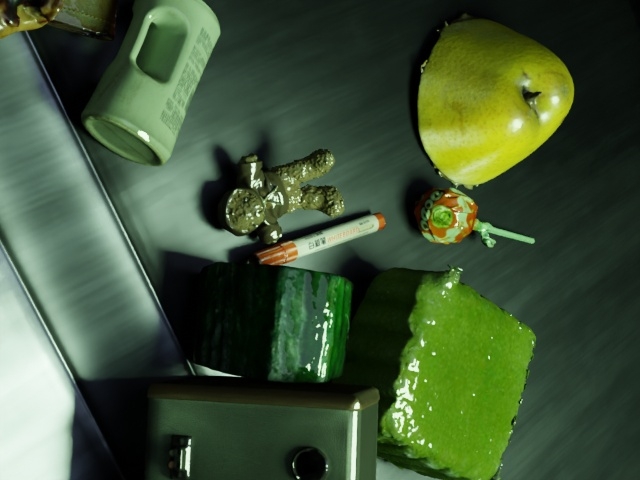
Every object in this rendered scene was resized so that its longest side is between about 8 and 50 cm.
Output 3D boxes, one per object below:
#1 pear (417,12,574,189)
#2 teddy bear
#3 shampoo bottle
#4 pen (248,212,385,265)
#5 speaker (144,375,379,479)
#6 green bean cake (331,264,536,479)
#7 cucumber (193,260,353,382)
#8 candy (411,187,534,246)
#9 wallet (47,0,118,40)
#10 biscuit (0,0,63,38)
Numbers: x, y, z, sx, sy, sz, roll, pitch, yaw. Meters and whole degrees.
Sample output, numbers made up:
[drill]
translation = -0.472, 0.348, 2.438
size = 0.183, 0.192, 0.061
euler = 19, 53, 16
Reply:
[pear]
translation = 0.280, -0.205, 1.525
size = 0.267, 0.178, 0.266
euler = -2, 93, -44
[teddy bear]
translation = -0.058, -0.059, 1.303
size = 0.160, 0.078, 0.119
euler = -21, 114, -20
[shampoo bottle]
translation = -0.179, -0.211, 1.190
size = 0.118, 0.087, 0.234
euler = 42, 62, -50
[pen]
translation = 0.000, 0.000, 1.365
size = 0.239, 0.028, 0.028
euler = -18, 101, -44
[speaker]
translation = -0.058, 0.234, 1.162
size = 0.192, 0.231, 0.153
euler = 22, 70, -77
[green bean cake]
translation = 0.147, 0.181, 1.409
size = 0.250, 0.156, 0.246
euler = 31, 71, -35
[cucumber]
translation = -0.043, 0.094, 1.243
size = 0.191, 0.191, 0.130
euler = 9, 88, -40
[candy]
translation = 0.239, -0.020, 1.566
size = 0.288, 0.084, 0.078
euler = 13, 83, -49
[wallet]
translation = -0.271, -0.358, 1.156
size = 0.137, 0.031, 0.255
euler = 14, 78, -36
[biscuit]
translation = -0.390, -0.335, 1.018
size = 0.334, 0.081, 0.289
euler = 15, 79, -31
